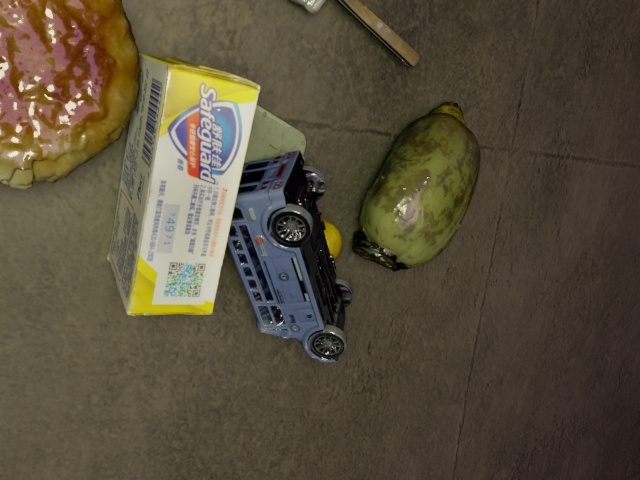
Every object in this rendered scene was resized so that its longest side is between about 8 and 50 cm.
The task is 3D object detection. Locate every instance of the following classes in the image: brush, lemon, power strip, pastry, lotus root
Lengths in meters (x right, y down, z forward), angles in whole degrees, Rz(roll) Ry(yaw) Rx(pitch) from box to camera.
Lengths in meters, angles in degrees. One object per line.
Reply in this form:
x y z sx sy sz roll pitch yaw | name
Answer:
0.023 -0.327 0.761 0.327 0.070 0.065 26 106 -38 | brush
0.000 0.000 0.831 0.065 0.065 0.092 -36 123 -21 | lemon
-0.113 -0.153 0.731 0.226 0.029 0.080 26 92 -37 | power strip
-0.306 -0.183 0.538 0.235 0.120 0.257 25 86 -40 | pastry
0.165 -0.095 0.868 0.173 0.173 0.309 38 74 -36 | lotus root

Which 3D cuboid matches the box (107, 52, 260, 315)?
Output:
-0.165 -0.067 0.615 0.097 0.168 0.265 6 106 -30 | box

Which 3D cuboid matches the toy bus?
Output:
-0.042 0.035 0.749 0.126 0.133 0.292 -75 154 -54 | toy bus
